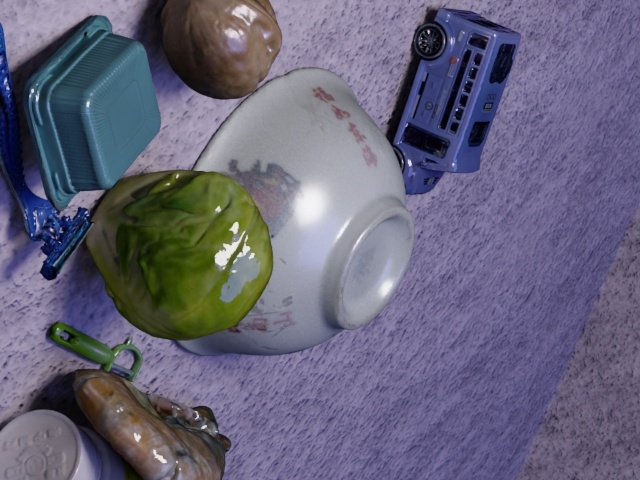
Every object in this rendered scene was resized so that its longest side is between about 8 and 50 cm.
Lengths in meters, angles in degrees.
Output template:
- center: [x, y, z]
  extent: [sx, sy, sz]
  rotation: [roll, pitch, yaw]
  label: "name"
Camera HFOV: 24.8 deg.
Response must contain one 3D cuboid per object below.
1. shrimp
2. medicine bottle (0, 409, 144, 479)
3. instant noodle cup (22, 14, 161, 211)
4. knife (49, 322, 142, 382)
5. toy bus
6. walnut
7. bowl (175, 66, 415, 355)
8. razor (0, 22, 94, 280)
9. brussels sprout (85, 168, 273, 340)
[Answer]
- center: [-0.204, 0.250, 1.848]
  extent: [0.110, 0.221, 0.445]
  rotation: [-46, 169, -3]
  label: "shrimp"
- center: [-0.297, 0.308, 1.778]
  extent: [0.143, 0.143, 0.258]
  rotation: [-56, 152, -14]
  label: "medicine bottle"
- center: [-0.231, -0.134, 1.529]
  extent: [0.179, 0.070, 0.157]
  rotation: [-57, 148, -46]
  label: "instant noodle cup"
- center: [-0.272, 0.129, 1.802]
  extent: [0.054, 0.015, 0.212]
  rotation: [-61, 152, -5]
  label: "knife"
- center: [0.193, -0.195, 2.191]
  extent: [0.125, 0.133, 0.292]
  rotation: [-9, 121, -58]
  label: "toy bus"
- center: [-0.112, -0.231, 1.638]
  extent: [0.140, 0.140, 0.162]
  rotation: [-58, 144, -10]
  label: "walnut"
- center: [0.000, 0.000, 1.964]
  extent: [0.435, 0.196, 0.434]
  rotation: [-41, 145, -38]
  label: "bowl"
- center: [-0.313, -0.100, 1.496]
  extent: [0.324, 0.056, 0.093]
  rotation: [79, 30, -46]
  label: "razor"
- center: [-0.157, 0.017, 1.685]
  extent: [0.223, 0.223, 0.161]
  rotation: [-62, 148, -3]
  label: "brussels sprout"
